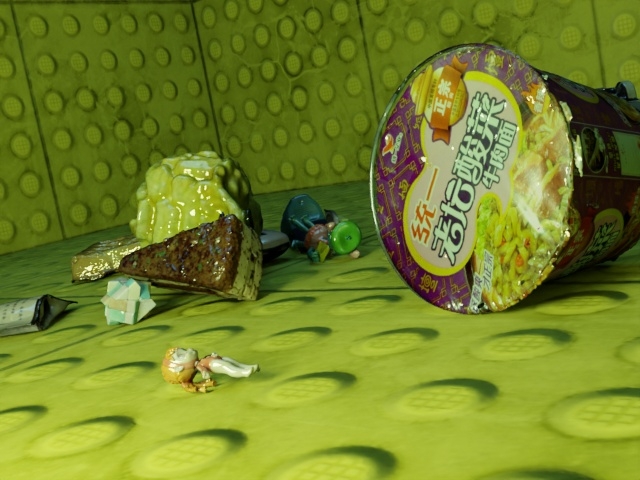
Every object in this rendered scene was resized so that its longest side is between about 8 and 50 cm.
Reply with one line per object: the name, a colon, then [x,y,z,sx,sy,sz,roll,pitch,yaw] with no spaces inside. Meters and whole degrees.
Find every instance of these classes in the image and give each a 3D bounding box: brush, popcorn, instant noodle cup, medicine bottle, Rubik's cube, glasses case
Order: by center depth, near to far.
instant noodle cup: [0.271,-0.077,1.111,0.266,0.340,0.340,-2,1,-38]
Rubik's cube: [-0.318,0.100,1.398,0.084,0.075,0.073,-7,5,17]
popcorn: [-0.231,-0.032,1.621,0.237,0.293,0.293,-13,7,2]
glasses case: [-0.203,0.019,1.856,0.314,0.075,0.122,-4,7,41]
brush: [0.051,-0.023,1.881,0.067,0.072,0.313,2,7,-6]
medicine bottle: [-0.043,-0.030,1.942,0.079,0.124,0.258,-20,-3,-11]

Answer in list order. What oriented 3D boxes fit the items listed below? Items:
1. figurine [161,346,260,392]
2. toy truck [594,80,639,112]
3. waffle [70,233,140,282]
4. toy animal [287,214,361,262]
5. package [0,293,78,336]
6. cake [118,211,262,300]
figurine: [-0.121,0.141,0.917,0.109,0.047,0.064,1,3,18]
toy truck: [0.535,-0.158,1.478,0.146,0.175,0.367,-9,27,-3]
waffle: [-0.482,0.027,2.208,0.304,0.078,0.348,-12,7,-4]
toy animal: [0.000,0.000,1.695,0.103,0.100,0.208,-38,27,-21]
package: [-0.579,0.138,1.554,0.203,0.062,0.251,-9,3,2]
cake: [-0.218,0.064,1.410,0.246,0.135,0.112,-22,-35,16]
